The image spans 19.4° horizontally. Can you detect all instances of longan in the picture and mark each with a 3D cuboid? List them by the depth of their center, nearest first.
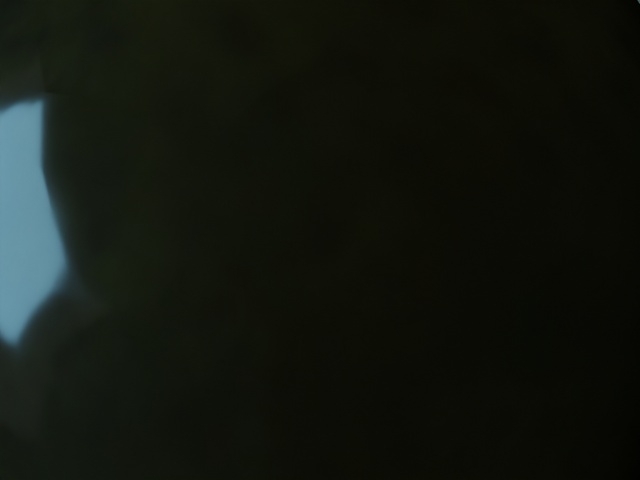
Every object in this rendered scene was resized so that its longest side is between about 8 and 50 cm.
[{"bbox_3d":[0.000,0.000,0.568,0.258,0.258,0.258,-171,90,-84],"label":"longan"}]
